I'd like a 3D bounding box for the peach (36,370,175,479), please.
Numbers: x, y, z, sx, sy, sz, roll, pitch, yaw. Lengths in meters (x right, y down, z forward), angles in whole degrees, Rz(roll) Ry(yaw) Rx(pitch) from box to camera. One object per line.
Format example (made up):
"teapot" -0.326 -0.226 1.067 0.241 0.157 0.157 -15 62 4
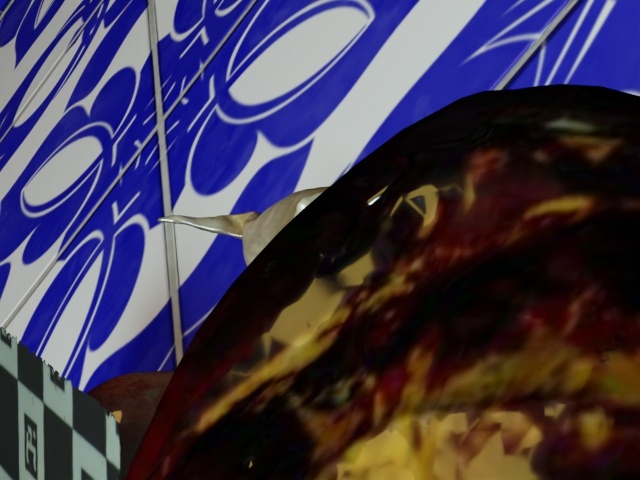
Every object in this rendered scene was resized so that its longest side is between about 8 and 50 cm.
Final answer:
"peach" -0.091 0.147 0.886 0.152 0.152 0.152 -44 27 30

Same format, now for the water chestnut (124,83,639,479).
"water chestnut" 0.075 0.102 0.478 0.289 0.244 0.289 -27 33 19

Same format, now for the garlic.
"garlic" 0.004 0.001 0.876 0.198 0.128 0.091 12 88 62

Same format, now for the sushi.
"sushi" -0.189 0.229 0.861 0.359 0.064 0.343 -163 72 -66
